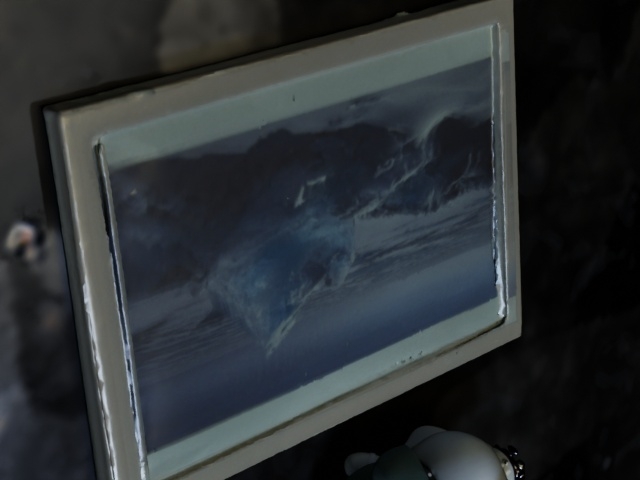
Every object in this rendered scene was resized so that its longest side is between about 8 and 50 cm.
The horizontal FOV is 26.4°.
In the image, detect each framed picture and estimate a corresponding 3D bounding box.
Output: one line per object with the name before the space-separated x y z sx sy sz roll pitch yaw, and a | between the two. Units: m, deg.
framed picture | 0.000 0.000 1.082 0.446 0.028 0.326 -22 117 -36

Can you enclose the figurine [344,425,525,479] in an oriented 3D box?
figurine | 0.096 0.221 1.176 0.192 0.147 0.126 -14 128 -25
